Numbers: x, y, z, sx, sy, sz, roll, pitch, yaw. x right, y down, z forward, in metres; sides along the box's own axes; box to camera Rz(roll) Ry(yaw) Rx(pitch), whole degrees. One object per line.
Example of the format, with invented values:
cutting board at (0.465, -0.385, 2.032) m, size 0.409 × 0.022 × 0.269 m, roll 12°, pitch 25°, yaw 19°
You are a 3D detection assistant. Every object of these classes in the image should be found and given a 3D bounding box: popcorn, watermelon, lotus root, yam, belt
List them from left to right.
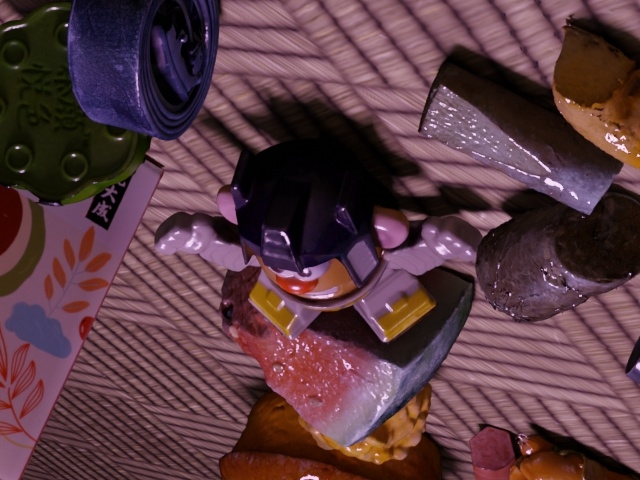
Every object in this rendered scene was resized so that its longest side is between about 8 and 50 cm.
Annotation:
lotus root at (-0.220, -0.114, 1.773) m, size 0.186 × 0.186 × 0.186 m, roll 21°, pitch 160°, yaw 8°
belt at (-0.145, -0.166, 1.556) m, size 0.082 × 0.141 × 0.190 m, roll 15°, pitch 158°, yaw 16°
watermelon at (0.004, 0.074, 1.995) m, size 0.256 × 0.193 × 0.140 m, roll 34°, pitch 162°, yaw 13°
popcorn at (0.044, 0.175, 2.232) m, size 0.180 × 0.180 × 0.170 m, roll 29°, pitch 131°, yaw -15°
yam at (0.162, -0.081, 1.544) m, size 0.169 × 0.068 × 0.068 m, roll 25°, pitch 160°, yaw -7°
yam at (0.209, 0.014, 1.693) m, size 0.107 × 0.107 × 0.183 m, roll 29°, pitch 157°, yaw -15°

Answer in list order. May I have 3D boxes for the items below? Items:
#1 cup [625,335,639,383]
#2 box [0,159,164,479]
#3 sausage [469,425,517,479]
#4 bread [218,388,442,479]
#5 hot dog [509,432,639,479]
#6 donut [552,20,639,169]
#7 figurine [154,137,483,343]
cup at (0.345, 0.108, 1.831) m, size 0.077 × 0.078 × 0.100 m, roll 28°, pitch 126°, yaw 1°
box at (-0.392, 0.011, 1.917) m, size 0.344 × 0.385 × 0.122 m, roll 33°, pitch 158°, yaw -25°
sausage at (0.225, 0.290, 2.435) m, size 0.065 × 0.065 × 0.169 m, roll 16°, pitch 159°, yaw 19°
bread at (0.019, 0.310, 2.562) m, size 0.312 × 0.172 × 0.312 m, roll 16°, pitch 159°, yaw 6°
hot dog at (0.338, 0.308, 2.339) m, size 0.269 × 0.072 × 0.109 m, roll 30°, pitch 157°, yaw -23°
donut at (0.253, -0.097, 1.393) m, size 0.181 × 0.078 × 0.146 m, roll 2°, pitch 148°, yaw 49°
figurine at (-0.003, -0.002, 1.811) m, size 0.308 × 0.143 × 0.308 m, roll -10°, pitch 153°, yaw -5°
